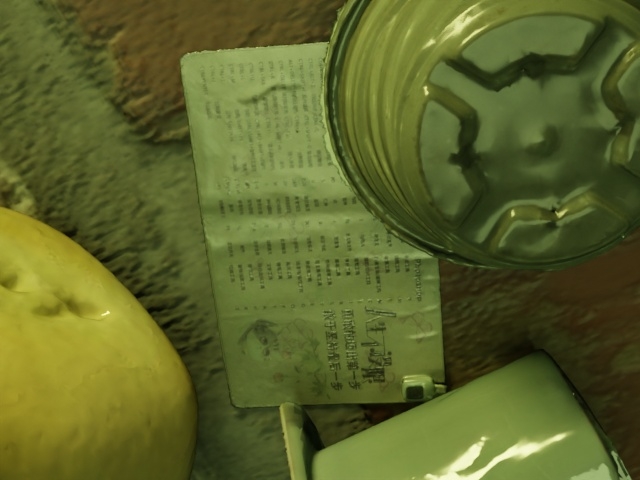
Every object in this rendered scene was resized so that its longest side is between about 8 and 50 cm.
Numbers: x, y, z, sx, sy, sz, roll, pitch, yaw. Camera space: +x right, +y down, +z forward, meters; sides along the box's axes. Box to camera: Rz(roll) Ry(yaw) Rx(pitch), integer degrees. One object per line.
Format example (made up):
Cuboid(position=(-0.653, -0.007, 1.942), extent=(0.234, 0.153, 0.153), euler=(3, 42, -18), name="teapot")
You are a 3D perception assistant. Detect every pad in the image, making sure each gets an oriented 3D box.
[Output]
Cuboid(position=(0.000, 0.000, 0.647), extent=(0.160, 0.009, 0.264), euler=(-3, 112, 6), name="pad")

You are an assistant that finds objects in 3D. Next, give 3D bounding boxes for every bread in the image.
Cuboid(position=(-0.283, 0.175, 0.612), extent=(0.348, 0.253, 0.376), euler=(29, 113, -12), name="bread")

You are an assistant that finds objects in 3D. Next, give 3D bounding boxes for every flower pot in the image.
Cuboid(position=(0.112, -0.070, 0.535), extent=(0.236, 0.140, 0.235), euler=(0, 112, 1), name="flower pot")

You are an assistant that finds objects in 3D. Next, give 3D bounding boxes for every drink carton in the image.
Cuboid(position=(0.098, 0.176, 0.632), extent=(0.190, 0.185, 0.191), euler=(-28, 117, 1), name="drink carton")
